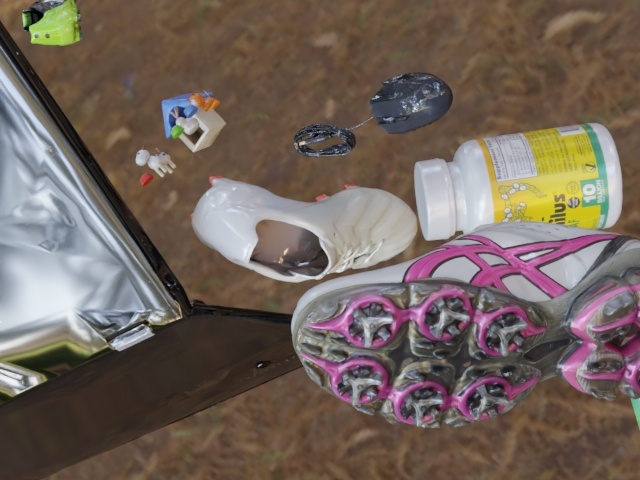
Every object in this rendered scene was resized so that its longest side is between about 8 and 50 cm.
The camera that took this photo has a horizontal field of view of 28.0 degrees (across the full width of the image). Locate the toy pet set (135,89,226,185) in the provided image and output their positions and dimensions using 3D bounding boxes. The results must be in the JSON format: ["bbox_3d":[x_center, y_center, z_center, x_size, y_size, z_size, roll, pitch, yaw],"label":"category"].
[{"bbox_3d":[-0.159,-0.135,1.418,0.122,0.065,0.114,-51,-12,33],"label":"toy pet set"}]

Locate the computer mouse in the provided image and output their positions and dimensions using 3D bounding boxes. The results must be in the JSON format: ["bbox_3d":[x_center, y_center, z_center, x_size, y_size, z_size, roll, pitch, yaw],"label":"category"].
[{"bbox_3d":[0.060,-0.146,1.598,0.242,0.071,0.041,-21,33,38],"label":"computer mouse"}]

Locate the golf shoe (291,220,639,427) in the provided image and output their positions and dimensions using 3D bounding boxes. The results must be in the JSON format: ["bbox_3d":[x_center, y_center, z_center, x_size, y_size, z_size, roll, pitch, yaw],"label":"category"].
[{"bbox_3d":[0.069,0.029,0.540,0.086,0.186,0.068,-127,42,-53],"label":"golf shoe"}]

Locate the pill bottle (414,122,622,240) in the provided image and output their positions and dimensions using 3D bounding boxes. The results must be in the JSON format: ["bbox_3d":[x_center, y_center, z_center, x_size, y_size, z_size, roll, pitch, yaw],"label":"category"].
[{"bbox_3d":[0.212,-0.057,1.398,0.208,0.118,0.118,-8,43,-3],"label":"pill bottle"}]

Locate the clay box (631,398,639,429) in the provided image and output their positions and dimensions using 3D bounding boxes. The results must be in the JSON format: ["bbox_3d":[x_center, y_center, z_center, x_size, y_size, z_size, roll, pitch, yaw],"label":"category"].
[{"bbox_3d":[0.442,0.190,1.338,0.222,0.053,0.127,-19,85,43],"label":"clay box"}]

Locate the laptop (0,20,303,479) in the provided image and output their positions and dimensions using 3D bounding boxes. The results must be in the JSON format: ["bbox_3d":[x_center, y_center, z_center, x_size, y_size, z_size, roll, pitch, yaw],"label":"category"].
[{"bbox_3d":[-0.235,0.028,0.933,0.382,0.408,0.236,-26,16,24],"label":"laptop"}]

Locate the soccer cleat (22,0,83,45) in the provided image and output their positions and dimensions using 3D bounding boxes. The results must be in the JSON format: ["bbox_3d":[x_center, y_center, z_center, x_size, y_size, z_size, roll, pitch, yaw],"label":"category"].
[{"bbox_3d":[-0.344,-0.293,1.637,0.072,0.060,0.179,-6,27,-10],"label":"soccer cleat"}]

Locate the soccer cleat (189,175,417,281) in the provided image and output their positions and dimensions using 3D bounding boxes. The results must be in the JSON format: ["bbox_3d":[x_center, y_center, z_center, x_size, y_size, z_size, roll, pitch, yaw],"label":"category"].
[{"bbox_3d":[0.000,0.000,0.868,0.076,0.196,0.068,44,118,40],"label":"soccer cleat"}]
